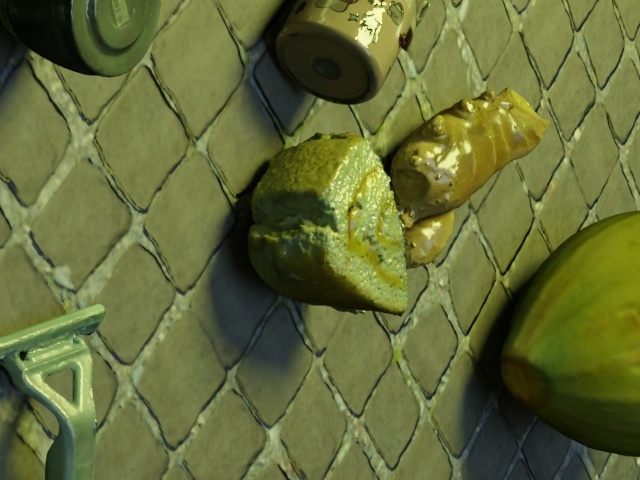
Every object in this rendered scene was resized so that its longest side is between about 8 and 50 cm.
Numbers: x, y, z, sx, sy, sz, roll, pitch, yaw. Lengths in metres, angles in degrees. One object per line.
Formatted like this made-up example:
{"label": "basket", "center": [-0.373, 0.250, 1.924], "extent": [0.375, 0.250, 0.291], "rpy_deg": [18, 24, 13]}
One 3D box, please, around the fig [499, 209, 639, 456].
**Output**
{"label": "fig", "center": [0.287, 0.094, 1.747], "extent": [0.271, 0.239, 0.239], "rpy_deg": [-11, 106, -23]}

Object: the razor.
{"label": "razor", "center": [-0.173, 0.189, 1.238], "extent": [0.111, 0.056, 0.277], "rpy_deg": [-20, 111, -54]}

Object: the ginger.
{"label": "ginger", "center": [0.114, -0.076, 1.586], "extent": [0.205, 0.081, 0.115], "rpy_deg": [-51, 121, -29]}

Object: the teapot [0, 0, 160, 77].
{"label": "teapot", "center": [-0.167, -0.163, 1.164], "extent": [0.092, 0.091, 0.124], "rpy_deg": [-62, 145, -29]}

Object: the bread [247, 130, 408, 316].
{"label": "bread", "center": [0.001, 0.006, 1.415], "extent": [0.110, 0.103, 0.156], "rpy_deg": [-39, 119, -52]}

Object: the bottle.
{"label": "bottle", "center": [0.035, -0.187, 1.445], "extent": [0.152, 0.099, 0.099], "rpy_deg": [-62, 140, -33]}
